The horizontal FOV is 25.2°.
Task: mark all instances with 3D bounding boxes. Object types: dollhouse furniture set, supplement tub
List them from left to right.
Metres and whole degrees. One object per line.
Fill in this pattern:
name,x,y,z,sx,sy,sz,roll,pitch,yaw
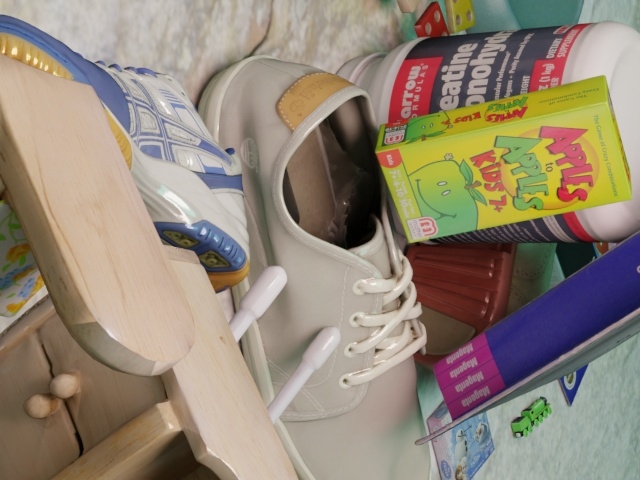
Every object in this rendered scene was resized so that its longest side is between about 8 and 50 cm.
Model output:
dollhouse furniture set,-0.182,0.132,0.624,0.394,0.362,0.256,12,46,-57
supplement tub,0.157,-0.092,1.282,0.191,0.272,0.191,1,89,-57

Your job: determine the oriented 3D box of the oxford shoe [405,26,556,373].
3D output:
oxford shoe,0.185,-0.032,1.467,0.146,0.141,0.396,48,61,-53

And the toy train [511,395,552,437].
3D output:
toy train,0.243,0.202,1.643,0.083,0.017,0.023,-29,104,-53

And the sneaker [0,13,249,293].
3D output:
sneaker,-0.153,-0.075,0.994,0.296,0.112,0.131,47,35,-47

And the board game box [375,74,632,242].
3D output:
board game box,0.144,-0.062,1.121,0.043,0.181,0.092,-77,151,-53

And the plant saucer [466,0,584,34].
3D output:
plant saucer,0.233,-0.337,1.606,0.318,0.044,0.317,1,89,-57

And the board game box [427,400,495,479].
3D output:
board game box,0.148,0.204,1.497,0.090,0.020,0.090,-41,121,-49

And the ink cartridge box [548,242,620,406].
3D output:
ink cartridge box,0.296,0.008,1.686,0.175,0.069,0.370,-57,136,-40

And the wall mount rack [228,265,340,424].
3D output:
wall mount rack,-0.060,0.193,1.004,0.350,0.131,0.304,56,30,-72

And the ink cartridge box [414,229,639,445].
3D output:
ink cartridge box,0.259,0.042,1.222,0.330,0.324,0.071,-10,67,-57

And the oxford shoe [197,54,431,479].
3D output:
oxford shoe,0.021,0.059,1.196,0.169,0.130,0.449,-37,120,-42

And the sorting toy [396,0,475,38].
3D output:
sorting toy,0.074,-0.298,1.362,0.132,0.046,0.274,-58,134,-39
